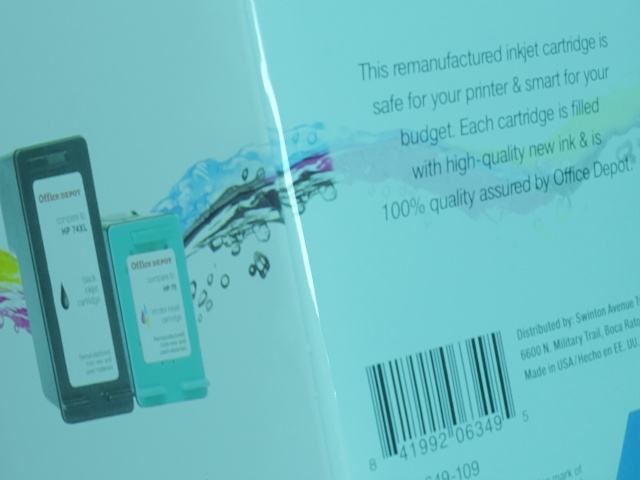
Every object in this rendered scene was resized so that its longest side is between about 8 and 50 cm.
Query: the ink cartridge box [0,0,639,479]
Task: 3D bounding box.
[{"bbox_3d":[0.000,0.000,0.702,0.197,0.198,0.270,-10,91,48],"label":"ink cartridge box"}]
